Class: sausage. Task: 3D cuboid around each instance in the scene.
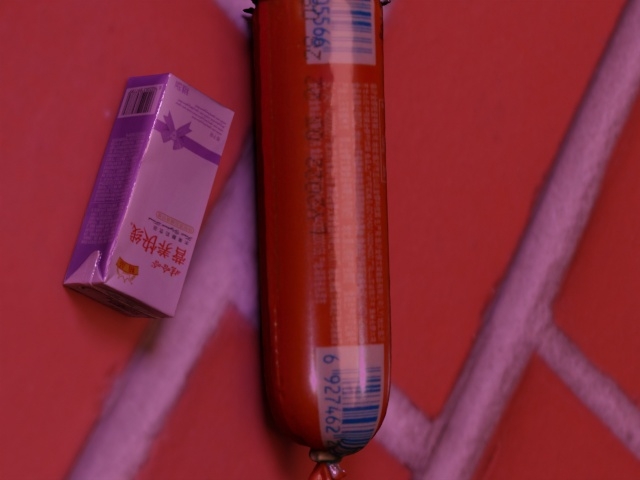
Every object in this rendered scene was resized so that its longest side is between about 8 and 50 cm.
[{"bbox_3d":[0.000,0.000,0.937,0.083,0.083,0.264,-1,89,-44],"label":"sausage"}]

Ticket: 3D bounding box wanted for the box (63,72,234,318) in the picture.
[{"bbox_3d":[-0.085,-0.022,0.880,0.050,0.036,0.117,27,69,-39],"label":"box"}]
